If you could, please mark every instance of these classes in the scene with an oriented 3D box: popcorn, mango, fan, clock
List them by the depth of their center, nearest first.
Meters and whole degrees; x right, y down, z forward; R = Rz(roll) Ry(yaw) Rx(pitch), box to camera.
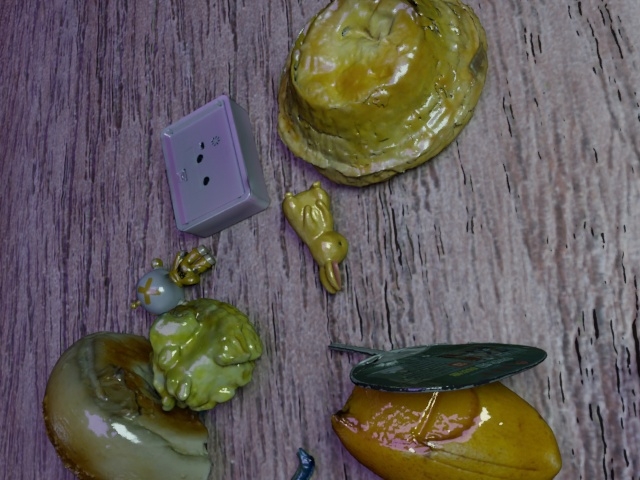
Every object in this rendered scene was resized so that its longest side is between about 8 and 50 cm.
[{"bbox_3d":[0.144,0.220,0.659,0.252,0.126,0.153,8,86,21],"label":"mango"},{"bbox_3d":[0.136,0.136,0.676,0.224,0.294,0.012,-7,90,-6],"label":"fan"},{"bbox_3d":[-0.170,0.168,0.821,0.174,0.142,0.173,3,45,-3],"label":"popcorn"},{"bbox_3d":[-0.178,-0.119,0.941,0.150,0.063,0.197,-24,68,21],"label":"clock"}]

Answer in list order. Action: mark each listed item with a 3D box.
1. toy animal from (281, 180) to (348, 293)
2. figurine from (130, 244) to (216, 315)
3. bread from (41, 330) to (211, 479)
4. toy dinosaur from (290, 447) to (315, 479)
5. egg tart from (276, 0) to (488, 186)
[{"bbox_3d":[0.001,0.000,0.828,0.070,0.083,0.159,-23,78,-7],"label":"toy animal"},{"bbox_3d":[-0.236,0.069,0.929,0.143,0.068,0.101,-15,78,6],"label":"figurine"},{"bbox_3d":[-0.304,0.269,0.839,0.314,0.192,0.171,42,97,28],"label":"bread"},{"bbox_3d":[-0.090,0.458,0.752,0.147,0.076,0.362,-1,74,20],"label":"toy dinosaur"},{"bbox_3d":[0.063,-0.245,0.813,0.342,0.129,0.340,-7,74,27],"label":"egg tart"}]
